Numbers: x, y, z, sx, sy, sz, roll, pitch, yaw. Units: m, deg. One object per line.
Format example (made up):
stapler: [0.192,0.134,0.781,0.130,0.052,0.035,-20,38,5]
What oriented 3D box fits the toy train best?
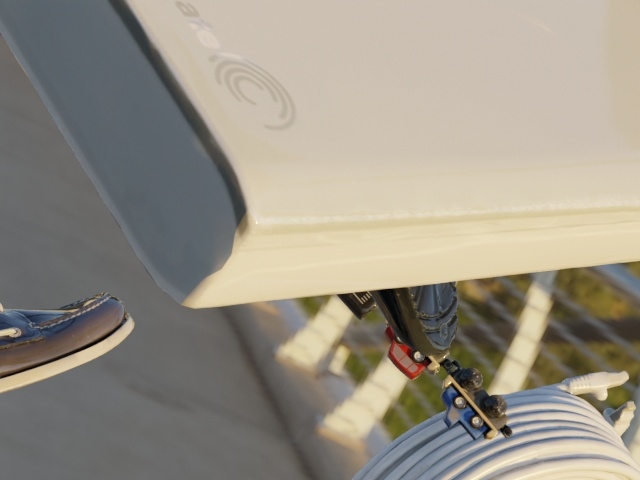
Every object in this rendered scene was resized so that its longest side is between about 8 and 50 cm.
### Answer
toy train: [0.059,0.066,1.003,0.158,0.036,0.027,48,-8,11]

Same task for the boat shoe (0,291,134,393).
boat shoe: [-0.182,0.051,0.841,0.075,0.065,0.206,-16,3,45]

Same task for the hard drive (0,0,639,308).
hard drive: [0.028,-0.077,0.507,0.307,0.040,0.203,-4,52,-49]

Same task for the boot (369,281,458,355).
boot: [0.000,0.000,0.724,0.099,0.121,0.045,-15,8,30]

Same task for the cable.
cable: [0.113,0.221,1.133,0.257,0.257,0.089,-5,35,-31]
